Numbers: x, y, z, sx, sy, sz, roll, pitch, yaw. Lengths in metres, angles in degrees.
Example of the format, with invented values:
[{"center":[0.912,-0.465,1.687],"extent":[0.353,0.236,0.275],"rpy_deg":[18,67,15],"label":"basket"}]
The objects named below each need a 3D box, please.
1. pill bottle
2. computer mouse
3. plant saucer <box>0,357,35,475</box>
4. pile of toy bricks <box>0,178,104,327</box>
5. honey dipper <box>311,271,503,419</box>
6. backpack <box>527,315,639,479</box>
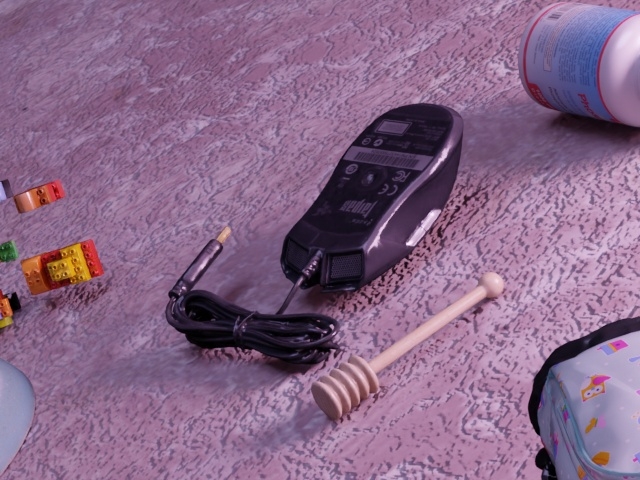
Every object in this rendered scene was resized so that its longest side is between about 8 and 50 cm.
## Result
[{"center":[0.230,-0.134,1.485],"extent":[0.087,0.087,0.160],"rpy_deg":[-35,26,-20],"label":"pill bottle"},{"center":[0.000,0.000,1.475],"extent":[0.184,0.060,0.262],"rpy_deg":[4,49,40],"label":"computer mouse"},{"center":[-0.372,0.173,1.493],"extent":[0.317,0.044,0.317],"rpy_deg":[-21,25,10],"label":"plant saucer"},{"center":[-0.300,0.024,1.610],"extent":[0.212,0.118,0.105],"rpy_deg":[-17,6,19],"label":"pile of toy bricks"},{"center":[0.063,0.066,1.317],"extent":[0.160,0.030,0.030],"rpy_deg":[-35,26,-24],"label":"honey dipper"},{"center":[0.183,0.115,1.008],"extent":[0.152,0.115,0.182],"rpy_deg":[-19,28,6],"label":"backpack"}]
